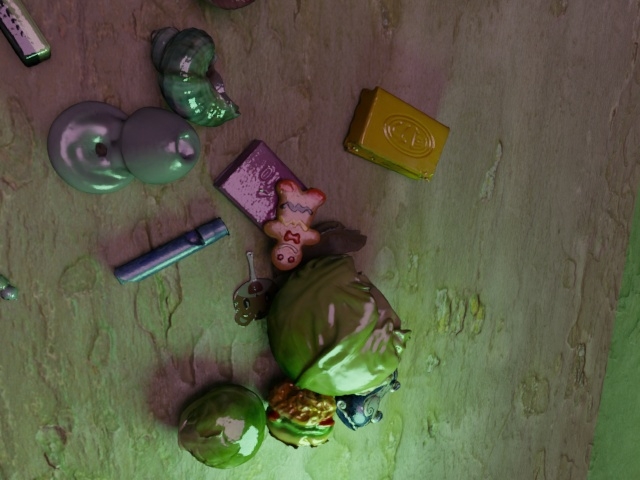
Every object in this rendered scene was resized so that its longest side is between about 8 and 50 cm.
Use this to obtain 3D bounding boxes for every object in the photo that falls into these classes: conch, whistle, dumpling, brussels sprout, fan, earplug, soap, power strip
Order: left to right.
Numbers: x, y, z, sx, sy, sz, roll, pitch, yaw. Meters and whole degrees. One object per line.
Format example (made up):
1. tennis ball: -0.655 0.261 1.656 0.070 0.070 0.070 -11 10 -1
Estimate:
1. power strip: -0.655 -0.494 0.958 0.070 0.105 0.256 -36 115 -19
2. whistle: -0.738 0.102 1.080 0.035 0.035 0.100 -40 114 -16
3. earplug: -0.447 -0.216 1.090 0.326 0.175 0.213 -7 108 -15
4. whistle: -0.389 0.031 1.238 0.304 0.062 0.062 -29 113 -20
5. conch: -0.308 -0.404 1.133 0.277 0.220 0.195 44 116 -5
6. brussels sprout: -0.274 0.524 1.327 0.244 0.244 0.243 -6 103 -27
7. fan: -0.196 0.140 1.394 0.153 0.008 0.226 -15 108 -24
8. soap: -0.148 -0.133 1.321 0.181 0.081 0.259 -49 118 -11
9. dumpling: -0.002 0.000 1.426 0.333 0.086 0.166 -19 141 -24
10. brussels sprout: 0.038 0.270 1.357 0.361 0.342 0.425 -37 115 -3
11. soap: 0.249 -0.327 1.485 0.325 0.096 0.204 18 91 -30

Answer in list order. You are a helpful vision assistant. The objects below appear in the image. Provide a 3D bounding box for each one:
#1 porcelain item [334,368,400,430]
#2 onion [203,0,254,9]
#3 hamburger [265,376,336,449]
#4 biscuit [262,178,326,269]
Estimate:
1. porcelain item: 0.147 0.474 1.556 0.288 0.138 0.186 -43 108 -35
2. onion: -0.205 -0.645 1.136 0.230 0.230 0.163 -46 154 -12
3. hamburger: -0.059 0.497 1.414 0.237 0.237 0.148 0 109 -28
4. biscuit: -0.073 -0.035 1.298 0.166 0.036 0.249 15 95 -17
